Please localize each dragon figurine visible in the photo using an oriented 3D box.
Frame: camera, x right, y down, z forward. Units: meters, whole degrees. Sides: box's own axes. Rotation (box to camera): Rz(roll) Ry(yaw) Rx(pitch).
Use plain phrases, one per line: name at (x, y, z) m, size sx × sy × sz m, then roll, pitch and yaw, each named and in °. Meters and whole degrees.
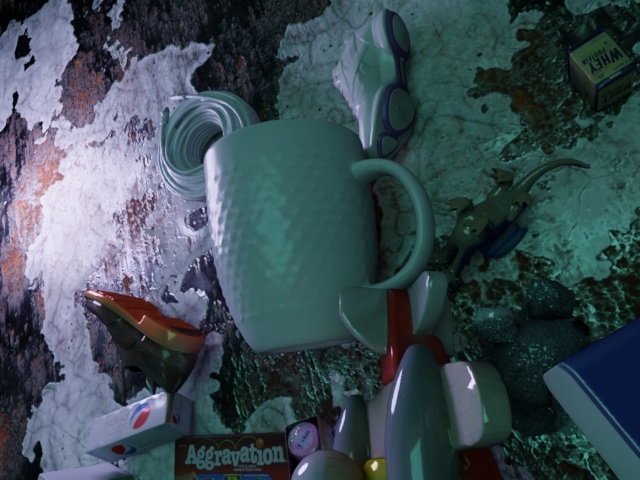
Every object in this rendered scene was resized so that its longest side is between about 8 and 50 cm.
dragon figurine at (0.271, -0.031, 0.784) m, size 0.289 × 0.144 × 0.085 m, roll -35°, pitch 59°, yaw -7°

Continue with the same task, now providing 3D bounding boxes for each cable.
cable at (-0.245, -0.204, 1.099) m, size 0.257 × 0.089 × 0.256 m, roll 2°, pitch 78°, yaw 27°

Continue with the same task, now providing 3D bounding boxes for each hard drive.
hard drive at (0.411, 0.178, 0.541) m, size 0.210 × 0.319 × 0.040 m, roll 57°, pitch 141°, yaw 27°

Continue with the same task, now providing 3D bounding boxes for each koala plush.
koala plush at (0.284, 0.164, 0.644) m, size 0.203 × 0.221 × 0.196 m, roll -42°, pitch 62°, yaw 11°

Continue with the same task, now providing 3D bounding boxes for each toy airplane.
toy airplane at (0.088, 0.229, 0.579) m, size 0.273 × 0.385 × 0.384 m, roll -16°, pitch 24°, yaw -14°

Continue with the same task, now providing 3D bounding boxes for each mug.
mug at (0.000, 0.000, 0.803) m, size 0.374 × 0.276 × 0.327 m, roll -16°, pitch 73°, yaw 28°

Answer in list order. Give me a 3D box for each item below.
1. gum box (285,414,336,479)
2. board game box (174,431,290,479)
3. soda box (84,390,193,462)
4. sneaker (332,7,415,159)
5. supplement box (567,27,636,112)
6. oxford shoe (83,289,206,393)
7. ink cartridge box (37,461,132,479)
gum box at (0.005, 0.379, 0.753) m, size 0.062 × 0.107 × 0.188 m, roll -25°, pitch 42°, yaw 12°
board game box at (-0.150, 0.428, 0.907) m, size 0.282 × 0.027 × 0.145 m, roll -12°, pitch 69°, yaw 24°
soda box at (-0.361, 0.372, 0.995) m, size 0.216 × 0.069 × 0.073 m, roll -25°, pitch 42°, yaw 19°
sneaker at (0.095, -0.279, 0.948) m, size 0.152 × 0.114 × 0.304 m, roll -11°, pitch 66°, yaw 39°
supplement box at (0.429, -0.259, 0.767) m, size 0.056 × 0.083 × 0.083 m, roll -32°, pitch 65°, yaw 18°
oxford shoe at (-0.393, 0.194, 1.030) m, size 0.364 × 0.130 × 0.132 m, roll 17°, pitch 88°, yaw 39°
ink cartridge box at (-0.481, 0.563, 0.963) m, size 0.093 × 0.160 × 0.219 m, roll 10°, pitch 81°, yaw 29°
